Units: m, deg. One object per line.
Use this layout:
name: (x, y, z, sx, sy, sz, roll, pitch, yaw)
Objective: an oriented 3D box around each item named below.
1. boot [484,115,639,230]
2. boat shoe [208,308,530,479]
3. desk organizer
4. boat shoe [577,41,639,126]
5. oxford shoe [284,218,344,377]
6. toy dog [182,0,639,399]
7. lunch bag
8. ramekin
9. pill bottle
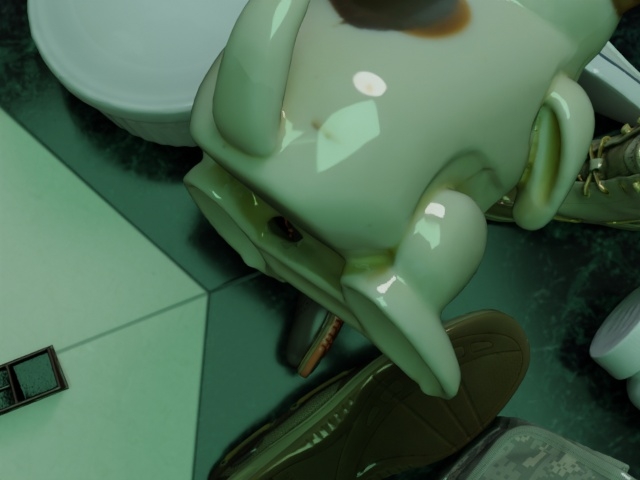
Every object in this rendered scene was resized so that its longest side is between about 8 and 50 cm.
boot: (0.253, -0.069, 1.040, 0.262, 0.203, 0.095, 10, 81, -7)
boat shoe: (0.036, 0.166, 1.027, 0.342, 0.123, 0.123, -37, 113, -1)
desk organizer: (-0.311, 0.144, 1.024, 0.130, 0.050, 0.047, -22, 86, -9)
boat shoe: (0.252, -0.222, 1.120, 0.267, 0.096, 0.088, 36, 85, 7)
oxford shoe: (0.000, 0.000, 1.063, 0.098, 0.097, 0.271, 17, 71, -1)
toy dog: (0.085, -0.155, 0.873, 0.284, 0.395, 0.408, 29, 72, 41)
lunch bag: (0.163, 0.286, 0.935, 0.169, 0.287, 0.235, 38, 81, -2)
ramekin: (-0.126, -0.214, 1.024, 0.272, 0.127, 0.273, -2, 70, 5)
pill bottle: (0.386, 0.147, 1.073, 0.221, 0.121, 0.121, 39, 80, -1)
